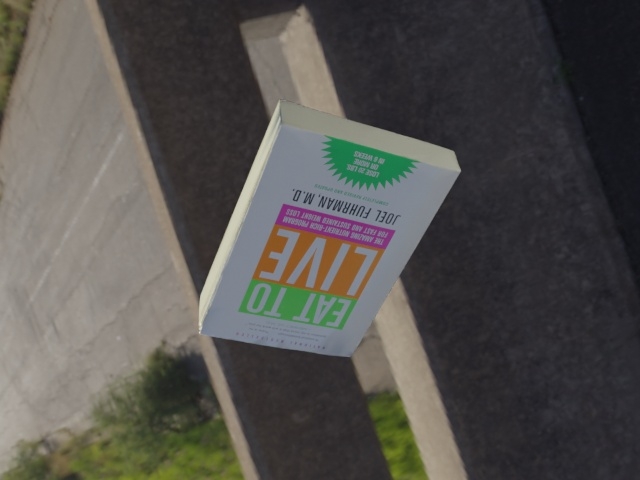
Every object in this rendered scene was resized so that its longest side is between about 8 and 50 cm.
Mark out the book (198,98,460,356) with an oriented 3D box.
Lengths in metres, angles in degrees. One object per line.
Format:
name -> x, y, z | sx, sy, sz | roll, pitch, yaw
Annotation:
book -> 0.000, 0.000, 0.478 | 0.035, 0.096, 0.144 | -95, 24, -50
